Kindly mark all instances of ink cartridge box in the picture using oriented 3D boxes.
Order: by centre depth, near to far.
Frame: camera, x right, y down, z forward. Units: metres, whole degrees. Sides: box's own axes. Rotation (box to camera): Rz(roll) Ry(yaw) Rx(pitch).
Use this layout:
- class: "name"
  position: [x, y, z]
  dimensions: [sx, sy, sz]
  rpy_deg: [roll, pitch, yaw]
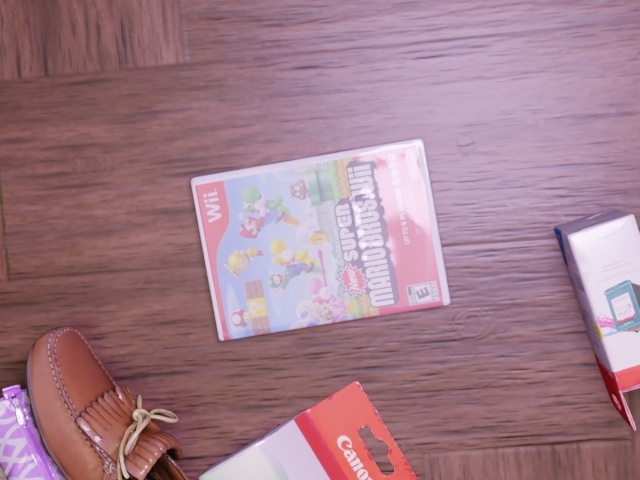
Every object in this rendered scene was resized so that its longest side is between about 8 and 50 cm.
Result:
- class: "ink cartridge box"
  position: [0.343, 0.086, 1.309]
  dimensions: [0.078, 0.134, 0.231]
  rpy_deg: [-19, 93, 6]
- class: "ink cartridge box"
  position: [-0.007, 0.305, 1.400]
  dimensions: [0.225, 0.056, 0.181]
  rpy_deg: [-31, 91, 8]

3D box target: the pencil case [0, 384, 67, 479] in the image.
- class: "pencil case"
  position: [-0.338, 0.273, 1.390]
  dimensions: [0.086, 0.088, 0.206]
  rpy_deg: [-21, 76, -37]

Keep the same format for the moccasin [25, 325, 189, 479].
- class: "moccasin"
  position: [-0.215, 0.264, 1.350]
  dimensions: [0.147, 0.139, 0.380]
  rpy_deg: [-35, 78, 24]

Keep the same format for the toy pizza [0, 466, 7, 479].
- class: "toy pizza"
  position: [-0.392, 0.347, 1.447]
  dimensions: [0.201, 0.032, 0.201]
  rpy_deg: [0, 94, 5]

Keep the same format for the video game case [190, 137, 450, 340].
- class: "video game case"
  position: [0.000, 0.000, 1.390]
  dimensions: [0.285, 0.025, 0.204]
  rpy_deg: [-10, 93, 6]
